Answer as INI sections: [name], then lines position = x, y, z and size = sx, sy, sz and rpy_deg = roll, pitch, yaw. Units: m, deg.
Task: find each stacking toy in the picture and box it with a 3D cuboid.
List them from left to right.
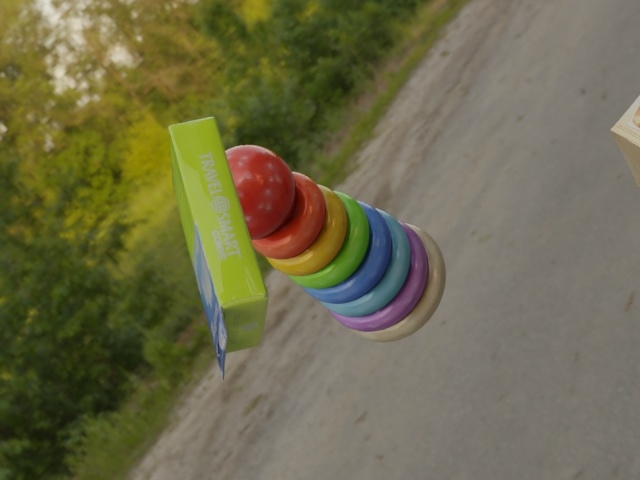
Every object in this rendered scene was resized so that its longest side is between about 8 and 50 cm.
[stacking toy]
position = 0.000, 0.000, 1.045
size = 0.141, 0.330, 0.141
rpy_deg = -13, 65, 29

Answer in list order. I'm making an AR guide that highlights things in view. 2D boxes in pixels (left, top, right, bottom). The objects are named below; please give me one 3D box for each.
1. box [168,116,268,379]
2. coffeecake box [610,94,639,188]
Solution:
[box]
position = -0.079, 0.007, 0.799
size = 0.042, 0.178, 0.109
rpy_deg = -13, -23, -12
[coffeecake box]
position = 0.405, -0.141, 1.077
size = 0.185, 0.142, 0.068
rpy_deg = -50, 53, 0
